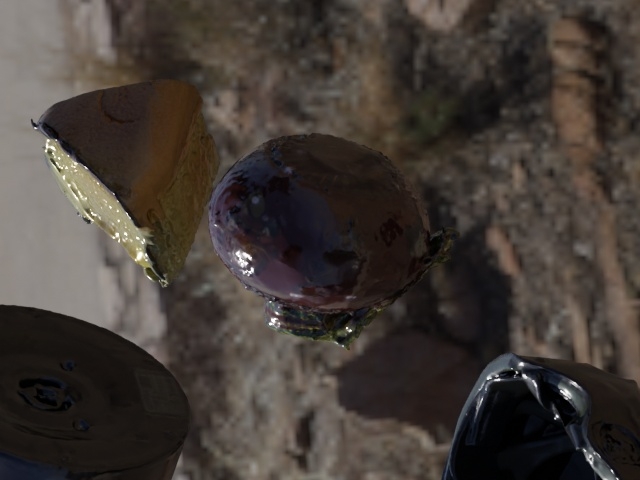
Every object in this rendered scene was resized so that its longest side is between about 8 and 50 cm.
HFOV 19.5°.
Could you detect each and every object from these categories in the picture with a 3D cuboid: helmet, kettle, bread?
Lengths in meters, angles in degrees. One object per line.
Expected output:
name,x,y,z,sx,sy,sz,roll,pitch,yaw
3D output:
helmet,0.253,0.242,1.721,0.225,0.177,0.305,-60,41,34
kettle,-0.186,0.165,0.938,0.144,0.202,0.232,57,133,55
bread,-0.193,-0.049,1.710,0.140,0.160,0.169,72,-154,-46

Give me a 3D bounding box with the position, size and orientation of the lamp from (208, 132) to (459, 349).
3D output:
lamp,-0.003,0.001,1.309,0.157,0.156,0.135,35,121,33
